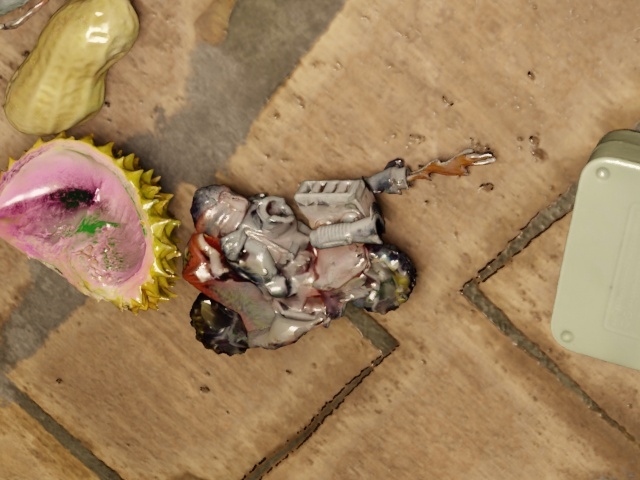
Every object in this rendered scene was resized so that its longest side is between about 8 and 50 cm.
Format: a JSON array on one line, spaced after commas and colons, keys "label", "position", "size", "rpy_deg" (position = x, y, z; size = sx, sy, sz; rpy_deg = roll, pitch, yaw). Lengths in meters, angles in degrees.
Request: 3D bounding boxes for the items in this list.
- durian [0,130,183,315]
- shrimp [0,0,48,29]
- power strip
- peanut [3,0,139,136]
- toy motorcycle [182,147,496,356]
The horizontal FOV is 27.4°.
[{"label": "durian", "position": [-0.247, -0.034, 1.454], "size": [0.260, 0.154, 0.186], "rpy_deg": [38, 130, 14]}, {"label": "shrimp", "position": [-0.388, -0.260, 1.397], "size": [0.372, 0.137, 0.172], "rpy_deg": [-10, 67, 35]}, {"label": "power strip", "position": [0.367, 0.039, 1.284], "size": [0.261, 0.141, 0.229], "rpy_deg": [16, 122, 16]}, {"label": "peanut", "position": [-0.271, -0.192, 1.432], "size": [0.098, 0.090, 0.214], "rpy_deg": [46, 124, 8]}, {"label": "toy motorcycle", "position": [0.000, 0.000, 1.407], "size": [0.401, 0.134, 0.207], "rpy_deg": [-16, 116, 28]}]
